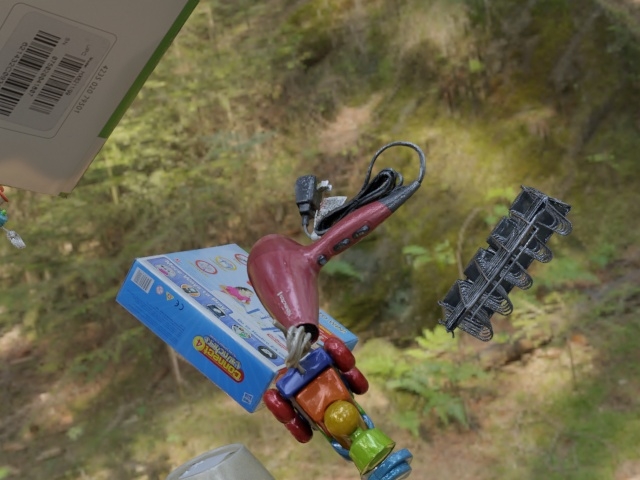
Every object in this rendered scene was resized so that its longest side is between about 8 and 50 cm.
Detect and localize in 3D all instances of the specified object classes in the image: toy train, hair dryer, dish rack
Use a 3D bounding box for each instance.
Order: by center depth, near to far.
[{"bbox_3d":[0.019,0.178,0.974,0.105,0.143,0.248,-40,-27,-8],"label":"toy train"},{"bbox_3d":[0.219,0.029,1.120,0.074,0.208,0.271,34,7,3],"label":"dish rack"},{"bbox_3d":[0.000,0.000,1.160,0.224,0.080,0.293,-17,44,45],"label":"hair dryer"},{"bbox_3d":[-0.455,-0.067,1.321,0.046,0.166,0.125,-43,-34,2],"label":"toy train"}]

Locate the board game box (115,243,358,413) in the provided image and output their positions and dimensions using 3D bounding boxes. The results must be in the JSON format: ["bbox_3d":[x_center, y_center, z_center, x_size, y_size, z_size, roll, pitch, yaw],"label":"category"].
[{"bbox_3d":[-0.133,0.135,1.609,0.308,0.086,0.302,36,19,20],"label":"board game box"}]

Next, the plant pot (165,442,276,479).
[{"bbox_3d":[-0.119,0.454,1.416,0.256,0.274,0.256,-22,2,1],"label":"plant pot"}]

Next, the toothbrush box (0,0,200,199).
[{"bbox_3d":[-0.152,-0.192,0.409,0.122,0.283,0.206,10,-52,-47],"label":"toothbrush box"}]
